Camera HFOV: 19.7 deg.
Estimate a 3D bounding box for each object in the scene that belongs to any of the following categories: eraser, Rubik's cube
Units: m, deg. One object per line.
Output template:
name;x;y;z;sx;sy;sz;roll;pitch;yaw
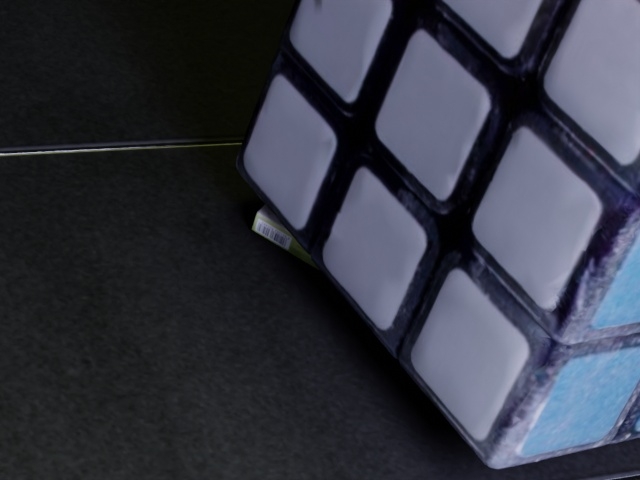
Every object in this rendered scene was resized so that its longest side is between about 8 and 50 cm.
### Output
eraser;0.000;0.000;1.182;0.083;0.019;0.038;30;38;14
Rubik's cube;0.178;-0.083;1.115;0.305;0.301;0.303;-6;43;-36
